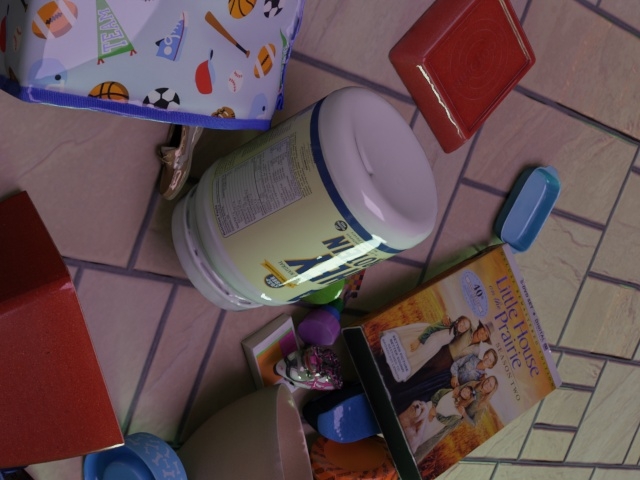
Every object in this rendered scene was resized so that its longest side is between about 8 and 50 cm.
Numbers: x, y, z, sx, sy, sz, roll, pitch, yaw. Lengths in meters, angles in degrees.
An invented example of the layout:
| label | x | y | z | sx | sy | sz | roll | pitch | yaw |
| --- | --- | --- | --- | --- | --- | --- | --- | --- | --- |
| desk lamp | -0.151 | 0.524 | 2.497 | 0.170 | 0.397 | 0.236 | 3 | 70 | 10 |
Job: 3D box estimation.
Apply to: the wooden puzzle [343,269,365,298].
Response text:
| label | x | y | z | sx | sy | sz | roll | pitch | yaw |
| --- | --- | --- | --- | --- | --- | --- | --- | --- | --- |
| wooden puzzle | 0.055 | 0.063 | 1.842 | 0.049 | 0.006 | 0.083 | 7 | 105 | -41 |

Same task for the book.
| label | x | y | z | sx | sy | sz | roll | pitch | yaw |
| --- | --- | --- | --- | --- | --- | --- | --- | --- | --- |
| book | -0.074 | 0.207 | 1.784 | 0.096 | 0.035 | 0.144 | -33 | 128 | -28 |

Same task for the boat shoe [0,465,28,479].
| label | x | y | z | sx | sy | sz | roll | pitch | yaw |
| --- | --- | --- | --- | --- | --- | --- | --- | --- | --- |
| boat shoe | -0.441 | 0.277 | 1.467 | 0.258 | 0.089 | 0.109 | -37 | 129 | -21 |

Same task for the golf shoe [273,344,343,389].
| label | x | y | z | sx | sy | sz | roll | pitch | yaw |
| --- | --- | --- | --- | --- | --- | --- | --- | --- | --- |
| golf shoe | -0.018 | 0.219 | 1.788 | 0.186 | 0.086 | 0.067 | 41 | 38 | -64 |

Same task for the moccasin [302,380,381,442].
| label | x | y | z | sx | sy | sz | roll | pitch | yaw |
| --- | --- | --- | --- | --- | --- | --- | --- | --- | --- |
| moccasin | 0.122 | 0.281 | 1.930 | 0.342 | 0.117 | 0.137 | 0 | 97 | -35 |

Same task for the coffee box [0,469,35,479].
| label | x | y | z | sx | sy | sz | roll | pitch | yaw |
| --- | --- | --- | --- | --- | --- | --- | --- | --- | --- |
| coffee box | -0.491 | 0.463 | 1.458 | 0.297 | 0.168 | 0.119 | -40 | 130 | -18 |

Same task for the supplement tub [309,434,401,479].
| label | x | y | z | sx | sy | sz | roll | pitch | yaw |
| --- | --- | --- | --- | --- | --- | --- | --- | --- | --- |
| supplement tub | 0.049 | 0.531 | 1.914 | 0.207 | 0.207 | 0.338 | -11 | 117 | -36 |

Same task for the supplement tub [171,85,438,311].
| label | x | y | z | sx | sy | sz | roll | pitch | yaw |
| --- | --- | --- | --- | --- | --- | --- | --- | --- | --- |
| supplement tub | -0.026 | -0.047 | 1.474 | 0.235 | 0.325 | 0.235 | 35 | 41 | -38 |

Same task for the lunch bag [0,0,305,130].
| label | x | y | z | sx | sy | sz | roll | pitch | yaw |
| --- | --- | --- | --- | --- | --- | --- | --- | --- | --- |
| lunch bag | -0.196 | -0.313 | 1.306 | 0.385 | 0.239 | 0.327 | 4 | 105 | -33 |

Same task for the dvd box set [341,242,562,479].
| label | x | y | z | sx | sy | sz | roll | pitch | yaw |
| --- | --- | --- | --- | --- | --- | --- | --- | --- | --- |
| dvd box set | 0.252 | 0.216 | 1.914 | 0.420 | 0.062 | 0.307 | -25 | 96 | -39 |

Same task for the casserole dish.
| label | x | y | z | sx | sy | sz | roll | pitch | yaw |
| --- | --- | --- | --- | --- | --- | --- | --- | --- | --- |
| casserole dish | 0.401 | -0.064 | 2.054 | 0.114 | 0.037 | 0.188 | 28 | 91 | -44 |

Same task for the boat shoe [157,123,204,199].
| label | x | y | z | sx | sy | sz | roll | pitch | yaw |
| --- | --- | --- | --- | --- | --- | --- | --- | --- | --- |
| boat shoe | -0.210 | -0.126 | 1.508 | 0.045 | 0.050 | 0.135 | 19 | 86 | -40 |

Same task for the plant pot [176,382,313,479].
| label | x | y | z | sx | sy | sz | roll | pitch | yaw |
| --- | --- | --- | --- | --- | --- | --- | --- | --- | --- |
| plant pot | -0.126 | 0.386 | 1.692 | 0.191 | 0.284 | 0.284 | -11 | 124 | 6 |

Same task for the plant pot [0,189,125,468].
| label | x | y | z | sx | sy | sz | roll | pitch | yaw |
| --- | --- | --- | --- | --- | --- | --- | --- | --- | --- |
| plant pot | -0.422 | 0.133 | 1.321 | 0.236 | 0.267 | 0.267 | -20 | 122 | -17 |

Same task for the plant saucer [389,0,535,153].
| label | x | y | z | sx | sy | sz | roll | pitch | yaw |
| --- | --- | --- | --- | --- | --- | --- | --- | --- | --- |
| plant saucer | 0.264 | -0.315 | 1.817 | 0.258 | 0.048 | 0.259 | -48 | 133 | -12 |

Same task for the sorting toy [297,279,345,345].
| label | x | y | z | sx | sy | sz | roll | pitch | yaw |
| --- | --- | --- | --- | --- | --- | --- | --- | --- | --- |
| sorting toy | 0.000 | 0.000 | 1.724 | 0.126 | 0.127 | 0.365 | -52 | 142 | -49 |

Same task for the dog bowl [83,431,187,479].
| label | x | y | z | sx | sy | sz | roll | pitch | yaw |
| --- | --- | --- | --- | --- | --- | --- | --- | --- | --- |
| dog bowl | -0.263 | 0.433 | 1.617 | 0.074 | 0.166 | 0.297 | -25 | 106 | -52 |
